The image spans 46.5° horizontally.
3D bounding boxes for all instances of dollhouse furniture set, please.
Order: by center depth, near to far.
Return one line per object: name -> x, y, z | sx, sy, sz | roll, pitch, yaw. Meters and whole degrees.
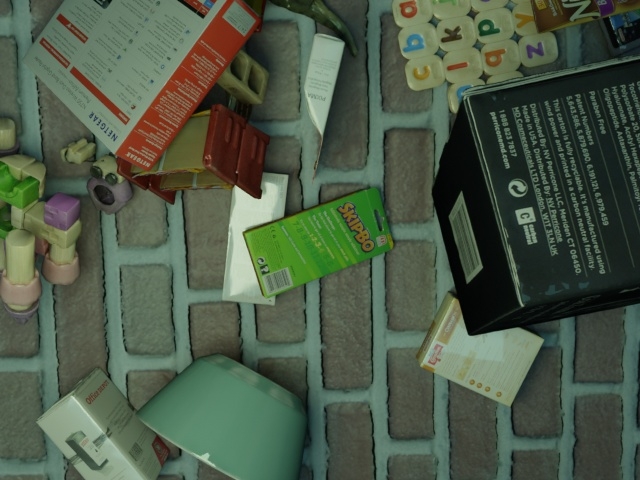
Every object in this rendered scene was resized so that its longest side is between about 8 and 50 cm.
dollhouse furniture set -> -0.191, -0.261, 1.268 | 0.201, 0.152, 0.374 | 1, 74, 30

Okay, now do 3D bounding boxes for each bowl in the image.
bowl -> -0.146, 0.307, 1.300 | 0.311, 0.311, 0.163 | 29, 77, -4

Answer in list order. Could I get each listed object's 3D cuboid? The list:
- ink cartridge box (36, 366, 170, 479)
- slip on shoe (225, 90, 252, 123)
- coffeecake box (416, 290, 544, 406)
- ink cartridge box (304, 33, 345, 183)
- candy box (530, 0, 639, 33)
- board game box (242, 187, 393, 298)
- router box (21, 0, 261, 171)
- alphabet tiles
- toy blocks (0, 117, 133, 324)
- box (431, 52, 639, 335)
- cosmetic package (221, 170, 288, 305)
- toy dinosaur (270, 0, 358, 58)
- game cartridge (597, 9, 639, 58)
ink cartridge box -> -0.388, 0.356, 1.349 | 0.092, 0.158, 0.218 | -36, 96, 5
slip on shoe -> -0.151, -0.259, 1.334 | 0.041, 0.051, 0.135 | 21, 109, 37
coffeecake box -> 0.292, 0.199, 1.379 | 0.185, 0.068, 0.142 | 25, 96, -3
ink cartridge box -> -0.010, -0.220, 1.263 | 0.066, 0.189, 0.232 | 17, 98, -2
candy box -> 0.446, -0.423, 1.240 | 0.186, 0.053, 0.109 | -9, 135, 21
board game box -> 0.000, 0.000, 1.333 | 0.259, 0.039, 0.124 | -20, 104, -14
router box -> -0.302, -0.325, 1.210 | 0.335, 0.082, 0.301 | 42, 97, 33
alphabet tiles -> 0.276, -0.375, 1.329 | 0.278, 0.021, 0.284 | -13, 97, -1
toy blocks -> -0.530, -0.017, 1.299 | 0.288, 0.309, 0.260 | 25, 130, 8
box -> 0.444, -0.056, 1.116 | 0.471, 0.480, 0.297 | -13, 78, 1
cosmetic package -> -0.117, -0.008, 1.353 | 0.099, 0.060, 0.239 | 7, 97, -1
toy dinosaur -> -0.024, -0.440, 1.301 | 0.268, 0.064, 0.118 | 30, 111, -5
game cartridge -> 0.579, -0.479, 1.302 | 0.230, 0.068, 0.355 | -23, 97, -2
